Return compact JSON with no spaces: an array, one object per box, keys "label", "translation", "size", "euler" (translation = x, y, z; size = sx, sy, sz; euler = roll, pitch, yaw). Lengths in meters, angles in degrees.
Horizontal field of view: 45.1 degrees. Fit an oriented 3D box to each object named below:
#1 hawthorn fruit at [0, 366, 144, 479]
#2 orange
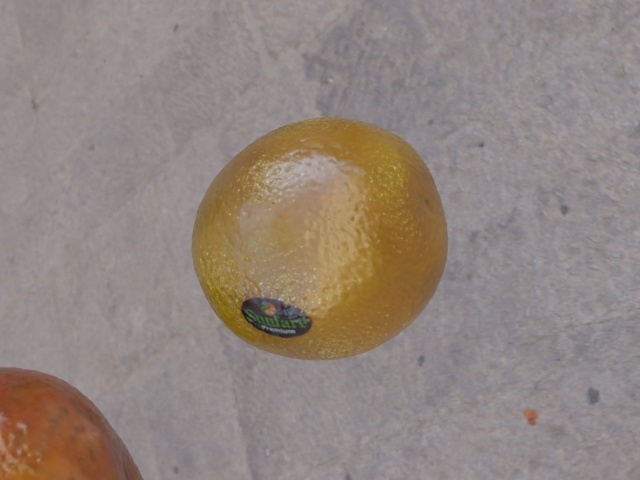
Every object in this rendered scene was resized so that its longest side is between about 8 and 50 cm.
[{"label":"hawthorn fruit","translation":[-0.439,0.413,1.055],"size":[0.472,0.472,0.471],"euler":[-7,80,39]},{"label":"orange","translation":[0.000,0.000,0.700],"size":[0.236,0.236,0.236],"euler":[-7,80,39]}]
